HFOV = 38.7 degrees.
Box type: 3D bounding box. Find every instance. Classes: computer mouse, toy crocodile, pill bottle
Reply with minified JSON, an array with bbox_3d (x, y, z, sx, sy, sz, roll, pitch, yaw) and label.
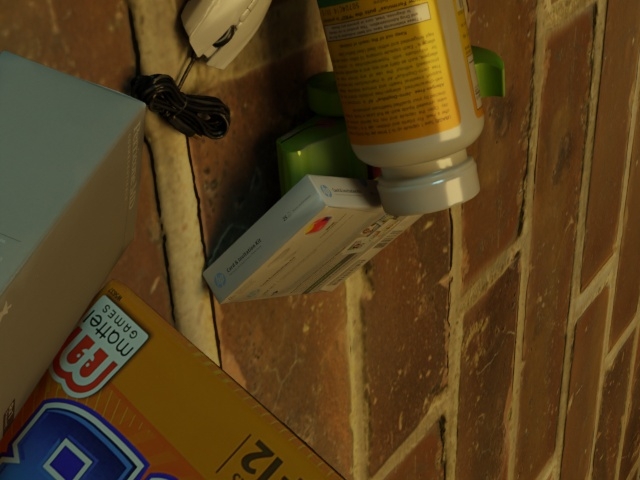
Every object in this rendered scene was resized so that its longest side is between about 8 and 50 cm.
[{"bbox_3d":[-0.076,-0.176,0.723,0.106,0.042,0.193,33,76,-56],"label":"computer mouse"},{"bbox_3d":[0.074,-0.120,0.922,0.340,0.105,0.115,-32,129,-46],"label":"toy crocodile"},{"bbox_3d":[0.073,-0.132,0.772,0.117,0.118,0.208,-32,114,-47],"label":"pill bottle"}]

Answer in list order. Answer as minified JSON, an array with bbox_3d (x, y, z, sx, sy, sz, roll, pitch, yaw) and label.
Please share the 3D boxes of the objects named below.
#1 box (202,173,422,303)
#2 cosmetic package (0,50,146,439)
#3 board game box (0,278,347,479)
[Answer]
[{"bbox_3d":[0.000,0.000,0.852,0.145,0.038,0.186,-42,160,27],"label":"box"},{"bbox_3d":[-0.189,0.018,0.496,0.127,0.107,0.238,107,7,-47],"label":"cosmetic package"},{"bbox_3d":[-0.069,0.319,0.595,0.356,0.356,0.356,-49,143,-10],"label":"board game box"}]
